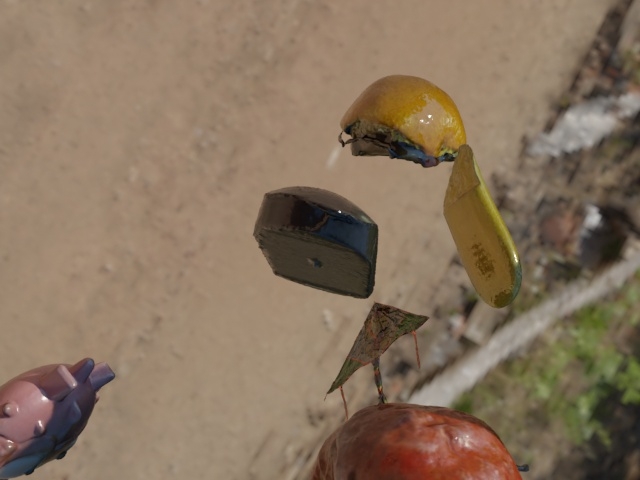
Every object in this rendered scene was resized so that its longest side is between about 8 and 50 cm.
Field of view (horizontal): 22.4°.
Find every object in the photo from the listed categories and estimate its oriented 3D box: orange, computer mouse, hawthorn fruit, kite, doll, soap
[{"bbox_3d":[0.101,-0.142,1.929,0.170,0.160,0.112,-121,-141,-66],"label":"orange"},{"bbox_3d":[0.001,-0.005,2.251,0.295,0.168,0.087,82,24,-70],"label":"computer mouse"},{"bbox_3d":[0.128,0.279,1.724,0.272,0.242,0.242,-11,130,-32],"label":"hawthorn fruit"},{"bbox_3d":[0.067,0.159,1.999,0.198,0.006,0.244,-42,-151,28],"label":"kite"},{"bbox_3d":[-0.330,0.206,1.804,0.211,0.093,0.262,-47,167,18],"label":"doll"},{"bbox_3d":[0.157,-0.012,1.637,0.033,0.168,0.089,-13,160,-30],"label":"soap"}]
